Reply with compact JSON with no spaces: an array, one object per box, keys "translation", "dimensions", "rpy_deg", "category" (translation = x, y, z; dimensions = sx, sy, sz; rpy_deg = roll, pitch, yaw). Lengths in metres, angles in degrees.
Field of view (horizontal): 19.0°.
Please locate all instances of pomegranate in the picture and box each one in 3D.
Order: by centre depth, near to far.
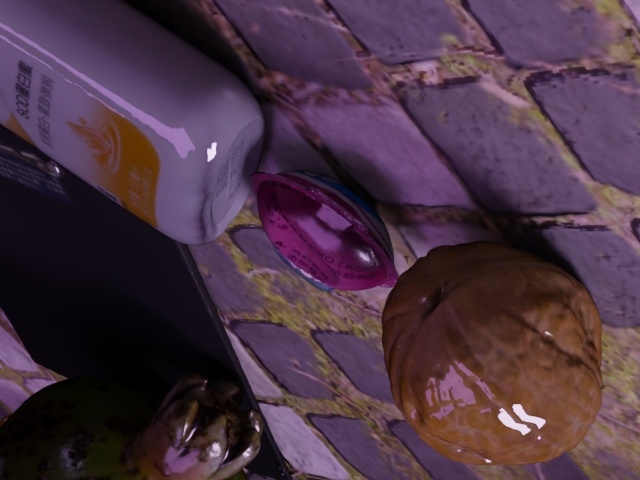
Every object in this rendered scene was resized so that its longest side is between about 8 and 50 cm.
[{"translation":[-0.127,0.173,1.294],"dimensions":[0.202,0.202,0.248],"rpy_deg":[39,126,-1],"category":"pomegranate"}]

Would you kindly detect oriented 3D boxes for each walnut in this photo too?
[{"translation":[0.084,0.055,0.904],"dimensions":[0.105,0.105,0.124],"rpy_deg":[8,157,49],"category":"walnut"}]

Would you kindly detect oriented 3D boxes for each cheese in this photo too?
[{"translation":[0.000,0.000,0.993],"dimensions":[0.095,0.038,0.145],"rpy_deg":[38,165,1],"category":"cheese"}]

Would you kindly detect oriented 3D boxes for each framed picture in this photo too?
[{"translation":[-0.158,0.030,1.294],"dimensions":[0.255,0.014,0.338],"rpy_deg":[22,152,31],"category":"framed picture"}]

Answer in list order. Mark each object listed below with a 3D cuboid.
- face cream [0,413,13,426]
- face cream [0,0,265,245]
[{"translation":[-0.201,0.192,1.586],"dimensions":[0.182,0.051,0.072],"rpy_deg":[17,145,38],"category":"face cream"},{"translation":[-0.161,-0.110,0.984],"dimensions":[0.291,0.071,0.144],"rpy_deg":[35,156,8],"category":"face cream"}]
